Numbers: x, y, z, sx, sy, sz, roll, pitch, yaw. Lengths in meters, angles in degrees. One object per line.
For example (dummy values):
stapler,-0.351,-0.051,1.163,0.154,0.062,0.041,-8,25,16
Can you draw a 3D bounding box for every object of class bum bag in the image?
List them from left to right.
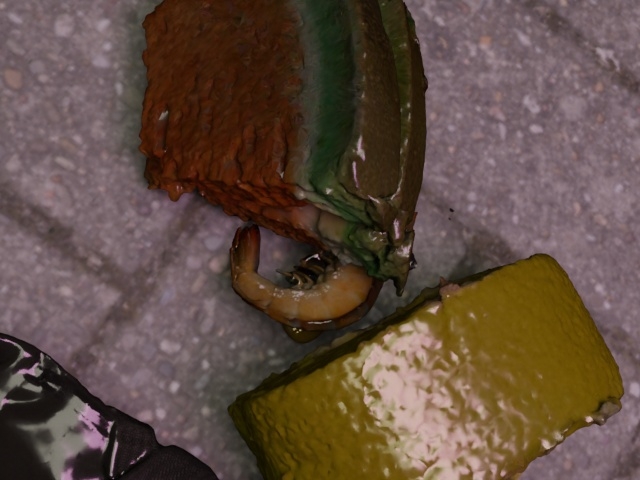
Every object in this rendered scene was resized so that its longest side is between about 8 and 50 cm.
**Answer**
bum bag,-0.135,0.188,0.690,0.326,0.079,0.142,38,110,-7

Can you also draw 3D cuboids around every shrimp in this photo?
shrimp,0.000,0.001,0.779,0.124,0.034,0.178,13,48,18

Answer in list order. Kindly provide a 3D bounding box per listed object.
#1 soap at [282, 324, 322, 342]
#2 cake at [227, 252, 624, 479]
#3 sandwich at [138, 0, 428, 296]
soap,0.007,0.043,0.792,0.089,0.012,0.034,-42,92,-17
cake,0.080,0.108,0.712,0.261,0.179,0.156,-28,90,-15
sandwich,-0.027,-0.116,0.732,0.212,0.109,0.292,2,74,23
